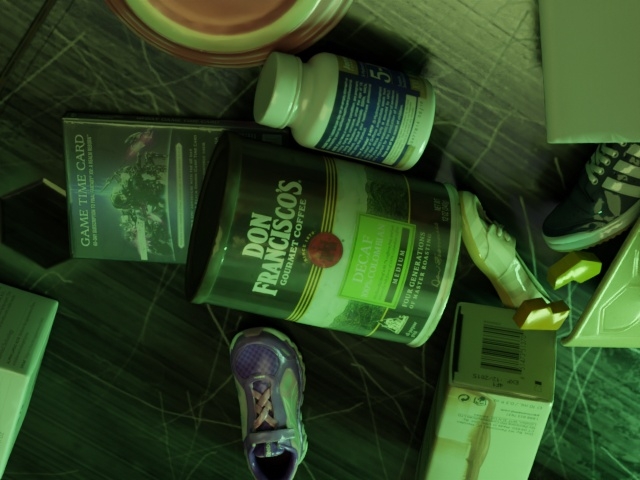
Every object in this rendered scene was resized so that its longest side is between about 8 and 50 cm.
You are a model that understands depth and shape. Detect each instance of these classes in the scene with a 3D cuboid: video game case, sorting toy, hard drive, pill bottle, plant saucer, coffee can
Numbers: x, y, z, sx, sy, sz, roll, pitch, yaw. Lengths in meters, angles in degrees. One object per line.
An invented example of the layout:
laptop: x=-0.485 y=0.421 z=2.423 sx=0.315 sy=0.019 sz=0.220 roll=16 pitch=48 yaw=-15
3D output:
video game case: x=-0.175 y=-0.059 z=1.834 sx=0.274 sy=0.026 sz=0.196 roll=4 pitch=120 yaw=3
sorting toy: x=0.374 y=0.040 z=1.767 sx=0.307 sy=0.041 sz=0.229 roll=4 pitch=128 yaw=-36
hard drive: x=0.341 y=-0.279 z=1.565 sx=0.233 sy=0.047 sz=0.353 roll=1 pitch=105 yaw=28
pill bottle: x=0.025 y=-0.152 z=1.697 sx=0.187 sy=0.112 sz=0.112 roll=13 pitch=120 yaw=-18
plant saucer: x=-0.107 y=-0.336 z=1.640 sx=0.332 sy=0.084 sz=0.332 roll=2 pitch=119 yaw=4
coffee can: x=0.000 y=0.000 z=1.733 sx=0.275 sy=0.201 sz=0.201 roll=12 pitch=120 yaw=-13

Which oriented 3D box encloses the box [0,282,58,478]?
box: x=-0.424 y=0.174 z=1.892 sx=0.119 sy=0.182 sz=0.181 roll=17 pitch=119 yaw=-6

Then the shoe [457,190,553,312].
shoe: x=0.222 y=0.019 z=1.822 sx=0.058 sy=0.076 sz=0.219 roll=-23 pitch=123 yaw=13

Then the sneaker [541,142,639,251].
sneaker: x=0.351 y=-0.112 z=1.721 sx=0.282 sy=0.099 sz=0.153 roll=-33 pitch=116 yaw=14

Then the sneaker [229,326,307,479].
sneaker: x=-0.066 y=0.226 z=1.940 sx=0.095 sy=0.104 sz=0.236 roll=-4 pitch=118 yaw=8

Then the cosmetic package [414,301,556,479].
cosmetic package: x=0.200 y=0.236 z=1.867 sx=0.129 sy=0.153 sz=0.296 roll=10 pitch=131 yaw=1
